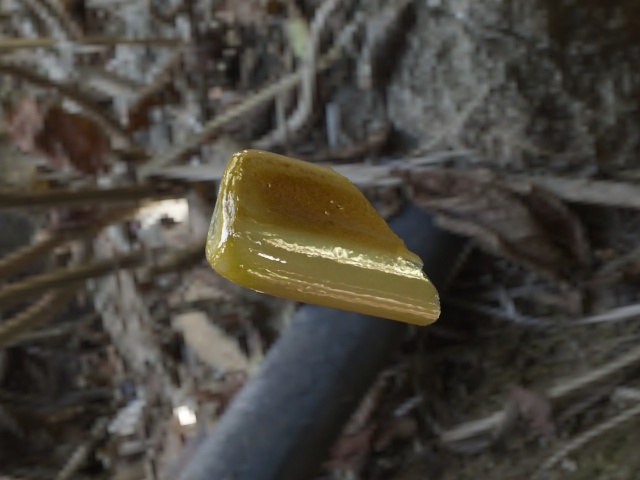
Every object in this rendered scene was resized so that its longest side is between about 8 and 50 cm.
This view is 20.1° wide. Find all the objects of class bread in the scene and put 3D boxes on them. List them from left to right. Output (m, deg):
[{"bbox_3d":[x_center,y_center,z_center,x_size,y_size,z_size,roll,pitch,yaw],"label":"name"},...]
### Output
[{"bbox_3d":[0.001,0.000,0.780,0.049,0.103,0.062,122,156,-48],"label":"bread"}]
